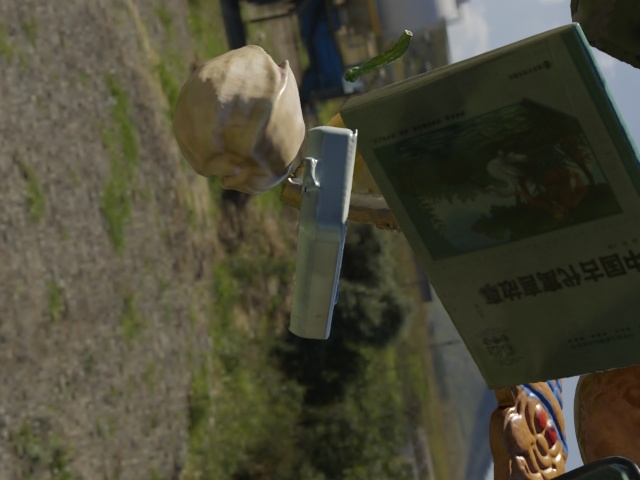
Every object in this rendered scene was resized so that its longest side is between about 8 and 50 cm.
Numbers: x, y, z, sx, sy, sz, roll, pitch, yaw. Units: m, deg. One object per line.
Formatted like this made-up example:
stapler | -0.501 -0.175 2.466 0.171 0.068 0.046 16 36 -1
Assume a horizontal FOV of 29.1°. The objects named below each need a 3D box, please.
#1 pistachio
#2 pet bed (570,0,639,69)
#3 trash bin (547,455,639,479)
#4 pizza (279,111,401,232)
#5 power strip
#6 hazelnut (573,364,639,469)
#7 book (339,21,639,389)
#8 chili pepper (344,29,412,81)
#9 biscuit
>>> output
pistachio | -0.090 -0.147 1.417 0.229 0.157 0.157 -89 169 -59
pet bed | 0.395 -0.316 1.422 0.183 0.159 0.211 47 -49 40
trash bin | 0.254 0.383 0.993 0.223 0.158 0.344 -105 171 -62
pizza | 0.046 -0.094 1.396 0.081 0.204 0.188 116 -33 -43
power strip | 0.000 0.000 0.841 0.192 0.035 0.081 95 0 -63
hazelnut | 0.496 0.227 1.507 0.372 0.372 0.315 -97 -157 -63
book | 0.161 -0.014 0.944 0.283 0.214 0.025 58 40 -19
chili pepper | 0.061 -0.186 1.268 0.017 0.083 0.030 60 9 9
biscuit | 0.220 0.211 1.295 0.183 0.043 0.280 45 46 -42
